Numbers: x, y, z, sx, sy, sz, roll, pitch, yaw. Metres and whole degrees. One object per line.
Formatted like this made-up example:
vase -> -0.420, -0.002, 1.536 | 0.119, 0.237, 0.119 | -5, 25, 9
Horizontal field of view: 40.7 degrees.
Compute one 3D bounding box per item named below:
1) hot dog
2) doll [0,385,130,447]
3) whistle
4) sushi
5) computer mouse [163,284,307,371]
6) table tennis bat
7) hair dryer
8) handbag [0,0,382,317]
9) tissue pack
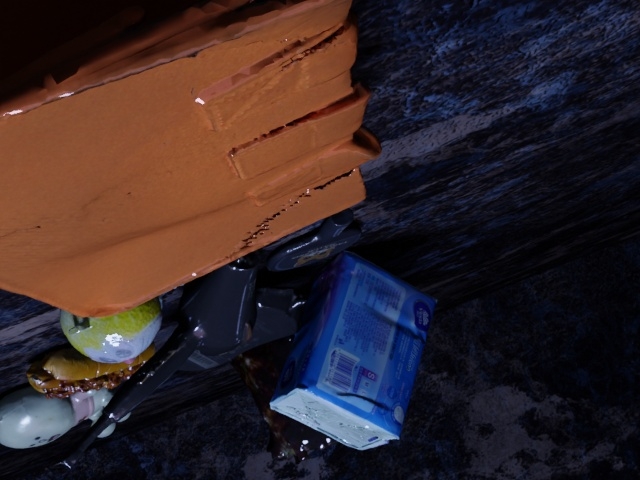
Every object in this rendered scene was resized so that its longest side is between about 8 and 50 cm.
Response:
hot dog -> -0.365, 0.206, 1.385 | 0.102, 0.076, 0.249 | -26, 168, 32
doll -> -0.484, 0.304, 1.540 | 0.275, 0.113, 0.155 | -2, 149, -38
whistle -> -0.225, 0.081, 1.038 | 0.122, 0.123, 0.223 | -28, 180, 25
sushi -> -0.001, 0.251, 1.661 | 0.299, 0.294, 0.281 | -28, 166, 24
computer mouse -> -0.141, 0.126, 1.394 | 0.264, 0.088, 0.147 | -20, 150, 15
table tennis bat -> 0.000, 0.000, 1.254 | 0.150, 0.027, 0.236 | -17, 169, -19
hair dryer -> -0.203, 0.157, 1.122 | 0.359, 0.120, 0.304 | -47, 176, -27
handbag -> -0.112, -0.071, 0.592 | 0.303, 0.116, 0.410 | -24, 168, -2
tissue pack -> 0.056, 0.185, 1.437 | 0.198, 0.264, 0.146 | 29, 148, -16
